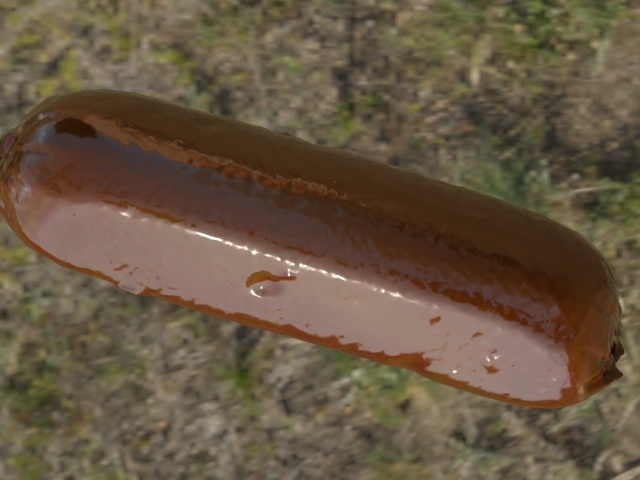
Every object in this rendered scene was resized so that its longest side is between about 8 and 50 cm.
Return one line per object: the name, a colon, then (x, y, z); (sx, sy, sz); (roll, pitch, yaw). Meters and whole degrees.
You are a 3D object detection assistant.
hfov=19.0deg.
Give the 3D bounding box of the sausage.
sausage: (0.000, 0.001, 0.979); (0.348, 0.097, 0.094); (16, 144, -6)
